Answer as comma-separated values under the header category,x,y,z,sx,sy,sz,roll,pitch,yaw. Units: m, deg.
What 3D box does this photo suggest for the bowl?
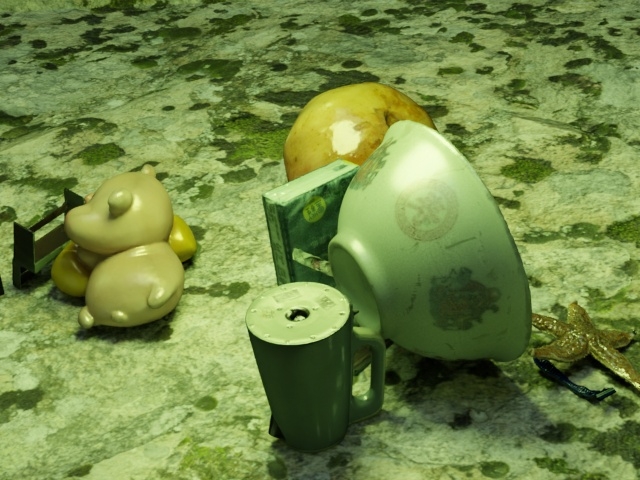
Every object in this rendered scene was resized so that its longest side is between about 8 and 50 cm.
category,x,y,z,sx,sy,sz,roll,pitch,yaw
bowl,0.138,0.039,1.923,0.196,0.435,0.435,-25,35,-16

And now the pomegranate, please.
category,x,y,z,sx,sy,sz,roll,pitch,yaw
pomegranate,0.073,-0.148,2.362,0.338,0.338,0.338,-5,31,3

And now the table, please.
category,x,y,z,sx,sy,sz,roll,pitch,yaw
table,-0.537,0.005,2.341,0.062,0.175,0.146,28,43,20

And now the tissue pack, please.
category,x,y,z,sx,sy,sz,roll,pitch,yaw
tissue pack,0.000,0.000,2.158,0.185,0.257,0.081,-26,34,-27

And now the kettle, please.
category,x,y,z,sx,sy,sz,roll,pitch,yaw
kettle,0.003,0.198,1.853,0.210,0.243,0.160,-19,35,-17

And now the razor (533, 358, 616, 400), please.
category,x,y,z,sx,sy,sz,roll,pitch,yaw
razor,0.406,0.228,1.933,0.044,0.028,0.154,-19,33,-37

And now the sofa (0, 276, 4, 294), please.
category,x,y,z,sx,sy,sz,roll,pitch,yaw
sofa,-0.677,0.047,2.306,0.085,0.147,0.060,-23,38,-26

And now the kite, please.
category,x,y,z,sx,sy,sz,roll,pitch,yaw
kite,0.080,0.077,2.080,0.314,0.335,0.011,18,-26,-31

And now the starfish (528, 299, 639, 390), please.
category,x,y,z,sx,sy,sz,roll,pitch,yaw
starfish,0.431,0.173,1.980,0.231,0.048,0.295,5,28,-20

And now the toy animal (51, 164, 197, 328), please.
category,x,y,z,sx,sy,sz,roll,pitch,yaw
toy animal,-0.395,-0.002,2.242,0.277,0.247,0.345,-4,31,6
